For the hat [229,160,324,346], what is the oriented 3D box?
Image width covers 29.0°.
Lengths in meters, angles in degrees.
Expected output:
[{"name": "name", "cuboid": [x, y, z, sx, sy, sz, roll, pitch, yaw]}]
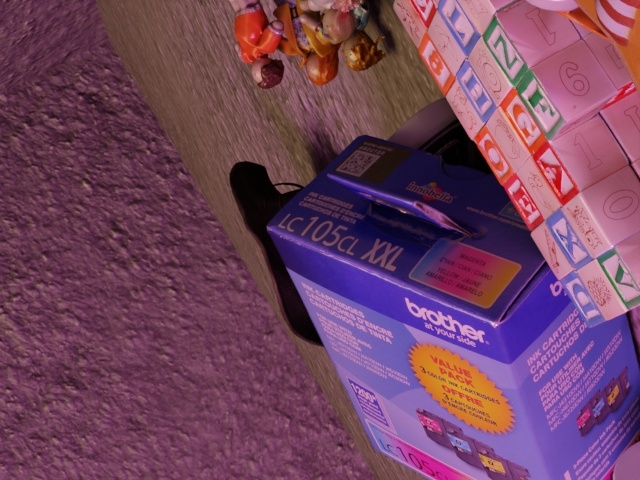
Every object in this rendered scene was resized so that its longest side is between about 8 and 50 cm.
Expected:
[{"name": "hat", "cuboid": [0.000, 0.000, 1.807, 0.331, 0.134, 0.331, -23, -90, -79]}]

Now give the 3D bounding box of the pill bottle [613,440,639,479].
[{"name": "pill bottle", "cuboid": [0.310, 0.262, 1.097, 0.112, 0.112, 0.186, 50, 164, 47]}]

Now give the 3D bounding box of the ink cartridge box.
[{"name": "ink cartridge box", "cuboid": [0.126, 0.072, 1.113, 0.270, 0.151, 0.395, 21, 146, 42]}]

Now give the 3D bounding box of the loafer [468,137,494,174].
[{"name": "loafer", "cuboid": [0.165, -0.042, 1.144, 0.061, 0.062, 0.170, 55, 167, 55]}]

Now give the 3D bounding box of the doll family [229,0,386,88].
[{"name": "doll family", "cuboid": [-0.001, -0.249, 1.322, 0.263, 0.118, 0.163, -19, 93, 61]}]

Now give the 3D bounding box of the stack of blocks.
[{"name": "stack of blocks", "cuboid": [0.173, -0.097, 0.881, 0.297, 0.087, 0.171, 60, 169, 8]}]

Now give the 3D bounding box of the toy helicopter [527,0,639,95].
[{"name": "toy helicopter", "cuboid": [0.173, -0.124, 0.693, 0.355, 0.140, 0.235, 61, 172, -11]}]

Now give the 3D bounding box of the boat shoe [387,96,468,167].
[{"name": "boat shoe", "cuboid": [0.112, -0.036, 1.266, 0.105, 0.113, 0.306, 50, 160, 16]}]
